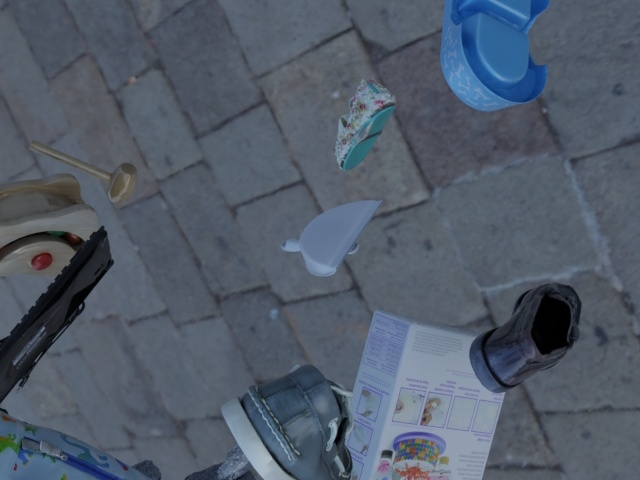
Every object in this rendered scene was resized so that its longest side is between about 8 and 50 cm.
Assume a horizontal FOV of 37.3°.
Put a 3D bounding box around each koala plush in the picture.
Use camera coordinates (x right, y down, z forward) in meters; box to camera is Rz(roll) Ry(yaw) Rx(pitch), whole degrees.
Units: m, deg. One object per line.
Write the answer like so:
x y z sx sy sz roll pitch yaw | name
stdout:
-0.182 0.434 1.511 0.203 0.221 0.196 23 127 37 | koala plush

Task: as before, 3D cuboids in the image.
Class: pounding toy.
-0.386 -0.029 1.291 0.155 0.269 0.154 53 140 31 | pounding toy

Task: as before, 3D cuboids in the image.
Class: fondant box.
0.151 0.288 1.438 0.096 0.238 0.331 14 89 52 | fondant box

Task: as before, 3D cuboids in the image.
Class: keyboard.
-0.223 0.071 0.688 0.038 0.192 0.100 34 156 5 | keyboard

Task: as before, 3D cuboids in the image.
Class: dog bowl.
0.263 -0.329 1.452 0.165 0.297 0.074 19 153 -25 | dog bowl

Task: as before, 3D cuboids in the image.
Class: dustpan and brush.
0.000 0.000 1.506 0.211 0.147 0.060 6 141 44 | dustpan and brush

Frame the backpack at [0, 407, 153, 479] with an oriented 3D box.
-0.338 0.361 1.114 0.290 0.355 0.273 -52 40 15 | backpack

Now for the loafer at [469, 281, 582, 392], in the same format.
0.312 0.123 1.309 0.095 0.302 0.109 -34 84 37 | loafer

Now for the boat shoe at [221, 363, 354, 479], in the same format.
0.000 0.191 0.938 0.116 0.099 0.319 54 180 23 | boat shoe

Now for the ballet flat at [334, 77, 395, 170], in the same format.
0.074 -0.214 1.722 0.077 0.091 0.241 56 152 12 | ballet flat
